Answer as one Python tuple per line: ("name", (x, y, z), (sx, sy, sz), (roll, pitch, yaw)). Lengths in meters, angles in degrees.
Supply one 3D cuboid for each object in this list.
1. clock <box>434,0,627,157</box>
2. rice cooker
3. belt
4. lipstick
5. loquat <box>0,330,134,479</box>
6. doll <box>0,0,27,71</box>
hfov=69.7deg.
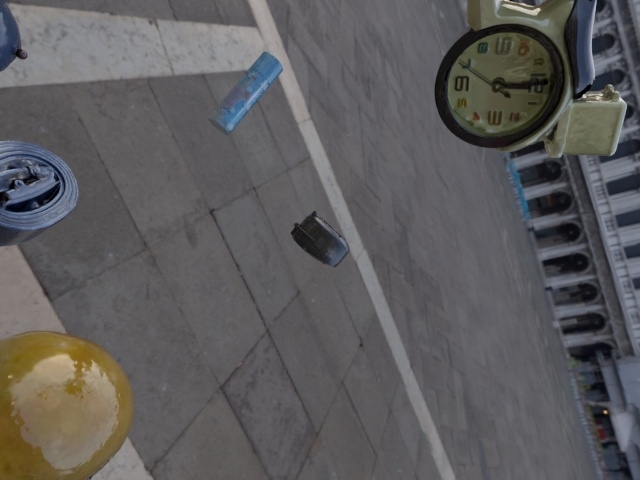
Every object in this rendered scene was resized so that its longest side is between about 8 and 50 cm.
("clock", (0.281, -0.294, 0.570), (0.120, 0.277, 0.378), (-63, 156, -53))
("rice cooker", (0.000, 0.000, 1.254), (0.165, 0.106, 0.112), (47, 3, 8))
("belt", (-0.464, -0.069, 0.688), (0.141, 0.082, 0.190), (56, 23, -16))
("lipstick", (-0.132, -0.259, 0.813), (0.157, 0.048, 0.048), (-53, 136, -8))
("loquat", (-0.403, 0.259, 0.657), (0.263, 0.263, 0.262), (43, 39, -48))
("doll", (-0.575, -0.391, 0.726), (0.258, 0.154, 0.228), (102, -8, -47))
